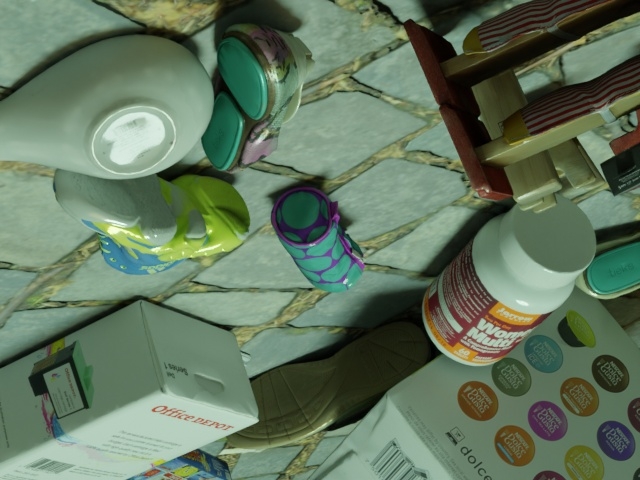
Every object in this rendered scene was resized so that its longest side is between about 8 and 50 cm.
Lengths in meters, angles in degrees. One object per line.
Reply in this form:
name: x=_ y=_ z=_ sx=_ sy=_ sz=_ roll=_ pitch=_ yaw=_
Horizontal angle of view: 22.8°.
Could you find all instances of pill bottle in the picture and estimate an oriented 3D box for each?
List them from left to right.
pill bottle: x=0.207 y=0.043 z=1.749 sx=0.121 sy=0.121 sz=0.221 roll=-5 pitch=154 yaw=-25

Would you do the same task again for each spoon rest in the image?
spoon rest: x=-0.216 y=-0.079 z=1.256 sx=0.276 sy=0.084 sz=0.137 roll=-23 pitch=136 yaw=-5

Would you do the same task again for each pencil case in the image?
pencil case: x=0.000 y=0.000 z=1.588 sx=0.070 sy=0.064 sz=0.151 roll=-5 pitch=160 yaw=13

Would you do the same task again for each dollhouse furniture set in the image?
dollhouse furniture set: x=0.226 y=-0.137 z=1.384 sx=0.201 sy=0.152 sz=0.374 roll=-23 pitch=173 yaw=14

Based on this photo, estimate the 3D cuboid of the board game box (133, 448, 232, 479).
board game box: x=-0.223 y=0.330 z=2.214 sx=0.136 sy=0.035 sz=0.201 roll=-22 pitch=156 yaw=11

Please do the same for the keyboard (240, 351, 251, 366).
keyboard: x=-0.209 y=0.183 z=1.929 sx=0.256 sy=0.014 sz=0.072 roll=-25 pitch=150 yaw=17

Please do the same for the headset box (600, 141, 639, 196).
headset box: x=0.274 y=-0.066 z=1.290 sx=0.083 sy=0.032 sz=0.062 roll=-20 pitch=173 yaw=-29

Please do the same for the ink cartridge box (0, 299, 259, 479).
ink cartridge box: x=-0.241 y=0.186 z=1.776 sx=0.278 sy=0.117 sz=0.201 roll=-26 pitch=155 yaw=21

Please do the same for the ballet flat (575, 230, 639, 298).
ballet flat: x=0.413 y=0.010 z=1.889 sx=0.248 sy=0.086 sz=0.086 roll=-12 pitch=156 yaw=-7

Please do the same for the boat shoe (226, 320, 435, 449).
boat shoe: x=0.016 y=0.193 z=1.987 sx=0.285 sy=0.102 sz=0.092 roll=-28 pitch=150 yaw=11

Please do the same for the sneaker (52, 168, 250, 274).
sneaker: x=-0.173 y=-0.011 z=1.418 sx=0.126 sy=0.091 sz=0.240 roll=-29 pitch=154 yaw=29

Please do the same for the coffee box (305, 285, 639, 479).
coffee box: x=0.238 y=0.303 z=1.963 sx=0.334 sy=0.337 sz=0.338 roll=-30 pitch=166 yaw=-32

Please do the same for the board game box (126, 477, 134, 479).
board game box: x=-0.368 y=0.426 z=1.997 sx=0.308 sy=0.302 sz=0.086 roll=-20 pitch=156 yaw=7

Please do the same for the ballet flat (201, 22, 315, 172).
ballet flat: x=-0.047 y=-0.124 z=1.288 sx=0.079 sy=0.077 sz=0.221 roll=-29 pitch=166 yaw=-20
